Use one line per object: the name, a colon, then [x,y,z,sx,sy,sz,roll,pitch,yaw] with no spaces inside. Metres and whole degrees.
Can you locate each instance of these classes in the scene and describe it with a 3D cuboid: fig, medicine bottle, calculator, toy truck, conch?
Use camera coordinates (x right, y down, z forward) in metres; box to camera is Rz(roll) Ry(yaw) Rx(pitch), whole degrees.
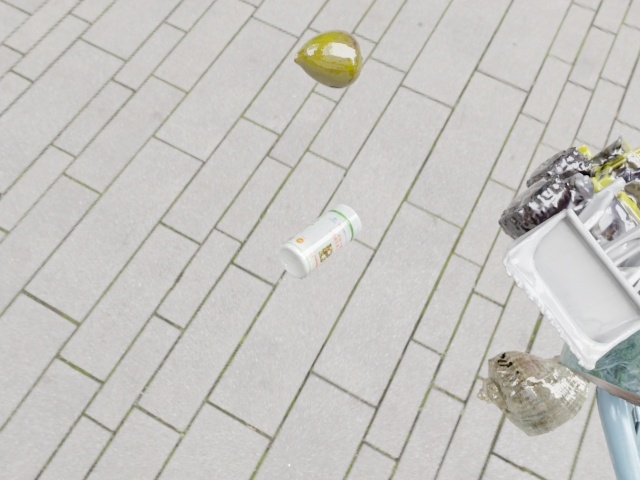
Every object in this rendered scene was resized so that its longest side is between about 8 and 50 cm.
fig: [0.010,-0.232,0.676,0.088,0.074,0.073,6,67,-3]
medicine bottle: [0.000,0.000,1.133,0.086,0.086,0.183,43,55,14]
calculator: [0.428,0.282,0.725,0.042,0.188,0.302,-18,75,32]
toy truck: [0.248,-0.015,0.467,0.136,0.111,0.286,51,38,0]
conch: [0.394,0.275,0.973,0.207,0.130,0.155,-19,87,16]

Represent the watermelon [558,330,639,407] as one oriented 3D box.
watermelon: [0.426,0.095,0.554,0.322,0.188,0.175,-4,68,21]
